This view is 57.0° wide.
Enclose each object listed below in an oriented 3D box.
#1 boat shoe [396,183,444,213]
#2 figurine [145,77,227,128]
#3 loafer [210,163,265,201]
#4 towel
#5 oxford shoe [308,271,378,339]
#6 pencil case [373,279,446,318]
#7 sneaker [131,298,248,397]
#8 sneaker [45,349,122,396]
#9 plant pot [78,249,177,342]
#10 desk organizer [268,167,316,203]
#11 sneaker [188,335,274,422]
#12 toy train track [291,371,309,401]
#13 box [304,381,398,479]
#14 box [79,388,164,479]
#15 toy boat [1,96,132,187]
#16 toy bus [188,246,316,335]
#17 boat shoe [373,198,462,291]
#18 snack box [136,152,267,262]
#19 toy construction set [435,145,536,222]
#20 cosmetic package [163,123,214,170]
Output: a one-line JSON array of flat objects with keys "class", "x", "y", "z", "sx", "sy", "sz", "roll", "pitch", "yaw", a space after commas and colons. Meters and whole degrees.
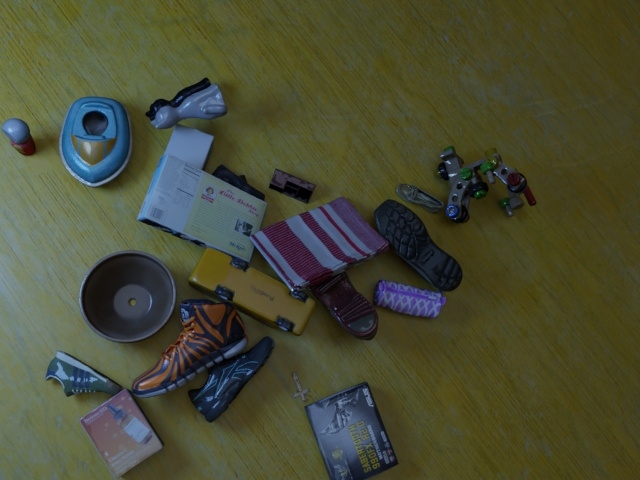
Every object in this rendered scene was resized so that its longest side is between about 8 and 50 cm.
[{"class": "boat shoe", "x": 0.307, "y": -0.135, "z": 1.820, "sx": 0.153, "sy": 0.048, "sz": 0.056, "roll": 31, "pitch": 70, "yaw": -3}, {"class": "figurine", "x": -0.386, "y": -0.374, "z": 1.665, "sx": 0.209, "sy": 0.215, "sz": 0.092, "roll": -23, "pitch": 117, "yaw": -12}, {"class": "loafer", "x": -0.232, "y": -0.166, "z": 1.706, "sx": 0.170, "sy": 0.062, "sz": 0.061, "roll": 28, "pitch": 66, "yaw": -5}, {"class": "towel", "x": 0.000, "y": 0.000, "z": 1.644, "sx": 0.328, "sy": 0.037, "sz": 0.237, "roll": -23, "pitch": 53, "yaw": -28}, {"class": "oxford shoe", "x": 0.037, "y": 0.144, "z": 1.653, "sx": 0.123, "sy": 0.130, "sz": 0.348, "roll": -31, "pitch": 63, "yaw": -7}, {"class": "pencil case", "x": 0.255, "y": 0.169, "z": 1.702, "sx": 0.205, "sy": 0.088, "sz": 0.087, "roll": 11, "pitch": 70, "yaw": -8}, {"class": "sneaker", "x": -0.352, "y": 0.254, "z": 1.501, "sx": 0.321, "sy": 0.124, "sz": 0.180, "roll": -28, "pitch": 108, "yaw": -28}, {"class": "sneaker", "x": -0.599, "y": 0.356, "z": 1.475, "sx": 0.192, "sy": 0.064, "sz": 0.086, "roll": 28, "pitch": 73, "yaw": 6}, {"class": "plant pot", "x": -0.495, "y": 0.152, "z": 1.532, "sx": 0.237, "sy": 0.110, "sz": 0.238, "roll": 4, "pitch": 74, "yaw": -12}, {"class": "desk organizer", "x": -0.084, "y": -0.160, "z": 1.743, "sx": 0.130, "sy": 0.047, "sz": 0.050, "roll": 22, "pitch": 73, "yaw": -5}, {"class": "sneaker", "x": -0.228, "y": 0.343, "z": 1.542, "sx": 0.106, "sy": 0.101, "sz": 0.267, "roll": 42, "pitch": 70, "yaw": 4}, {"class": "toy train track", "x": -0.058, "y": 0.399, "z": 1.608, "sx": 0.048, "sy": 0.014, "sz": 0.083, "roll": -20, "pitch": 79, "yaw": -17}, {"class": "box", "x": 0.081, "y": 0.521, "z": 1.581, "sx": 0.182, "sy": 0.056, "sz": 0.231, "roll": -17, "pitch": 79, "yaw": -17}, {"class": "box", "x": -0.487, "y": 0.474, "z": 1.452, "sx": 0.130, "sy": 0.091, "sz": 0.171, "roll": -34, "pitch": 84, "yaw": -19}, {"class": "toy boat", "x": -0.675, "y": -0.275, "z": 1.593, "sx": 0.318, "sy": 0.148, "sz": 0.268, "roll": -2, "pitch": 75, "yaw": -13}, {"class": "toy bus", "x": -0.185, "y": 0.143, "z": 1.590, "sx": 0.332, "sy": 0.130, "sz": 0.108, "roll": 28, "pitch": 70, "yaw": -4}, {"class": "boat shoe", "x": 0.274, "y": 0.024, "z": 1.732, "sx": 0.122, "sy": 0.120, "sz": 0.324, "roll": -40, "pitch": 90, "yaw": -8}, {"class": "snack box", "x": -0.311, "y": -0.080, "z": 1.599, "sx": 0.321, "sy": 0.060, "sz": 0.187, "roll": 26, "pitch": 69, "yaw": -30}, {"class": "toy construction set", "x": 0.504, "y": -0.205, "z": 1.814, "sx": 0.308, "sy": 0.257, "sz": 0.237, "roll": 1, "pitch": 60, "yaw": -33}, {"class": "cosmetic package", "x": -0.392, "y": -0.201, "z": 1.669, "sx": 0.117, "sy": 0.085, "sz": 0.231, "roll": 20, "pitch": 70, "yaw": -7}]
